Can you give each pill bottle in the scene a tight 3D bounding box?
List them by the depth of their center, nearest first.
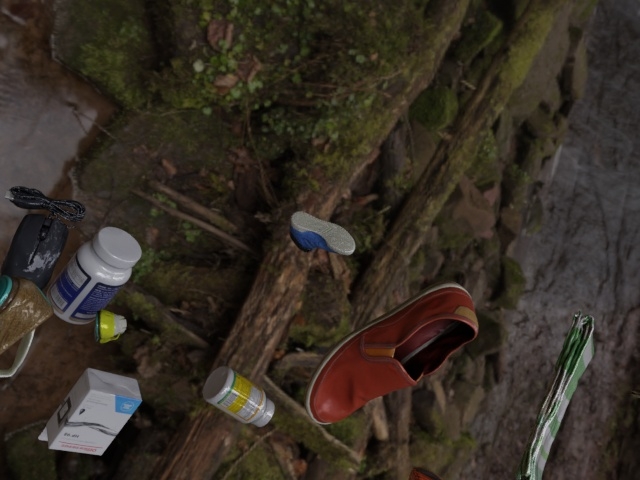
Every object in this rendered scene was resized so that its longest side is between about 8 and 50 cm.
[{"bbox_3d":[-0.611,0.094,1.573,0.265,0.153,0.153,-44,163,22],"label":"pill bottle"},{"bbox_3d":[-0.238,0.472,1.729,0.208,0.118,0.117,42,61,-30],"label":"pill bottle"}]

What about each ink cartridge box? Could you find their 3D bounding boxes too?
[{"bbox_3d":[-0.420,0.326,1.054,0.104,0.060,0.180,28,105,-40],"label":"ink cartridge box"}]

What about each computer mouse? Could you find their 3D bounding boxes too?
[{"bbox_3d":[-0.717,0.013,1.447,0.189,0.072,0.272,18,90,-25],"label":"computer mouse"}]

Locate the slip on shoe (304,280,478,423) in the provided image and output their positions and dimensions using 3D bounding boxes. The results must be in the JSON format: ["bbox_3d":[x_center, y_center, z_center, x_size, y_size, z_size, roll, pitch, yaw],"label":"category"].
[{"bbox_3d":[0.109,0.193,0.927,0.123,0.331,0.101,48,12,-27],"label":"slip on shoe"}]

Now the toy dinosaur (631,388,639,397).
[{"bbox_3d":[0.533,0.226,0.856,0.183,0.053,0.092,-161,-131,-81],"label":"toy dinosaur"}]

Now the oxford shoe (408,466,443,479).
[{"bbox_3d":[0.263,0.681,1.334,0.363,0.130,0.132,-91,-155,-81],"label":"oxford shoe"}]

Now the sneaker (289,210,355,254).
[{"bbox_3d":[0.000,-0.001,1.259,0.084,0.152,0.058,108,8,-59],"label":"sneaker"}]

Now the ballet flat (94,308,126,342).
[{"bbox_3d":[-0.541,0.221,1.495,0.077,0.231,0.077,0,73,-22],"label":"ballet flat"}]

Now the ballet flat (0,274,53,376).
[{"bbox_3d":[-0.574,0.208,0.952,0.342,0.116,0.124,-49,133,-6],"label":"ballet flat"}]

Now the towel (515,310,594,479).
[{"bbox_3d":[0.455,0.319,1.105,0.324,0.038,0.248,-63,148,-15],"label":"towel"}]
